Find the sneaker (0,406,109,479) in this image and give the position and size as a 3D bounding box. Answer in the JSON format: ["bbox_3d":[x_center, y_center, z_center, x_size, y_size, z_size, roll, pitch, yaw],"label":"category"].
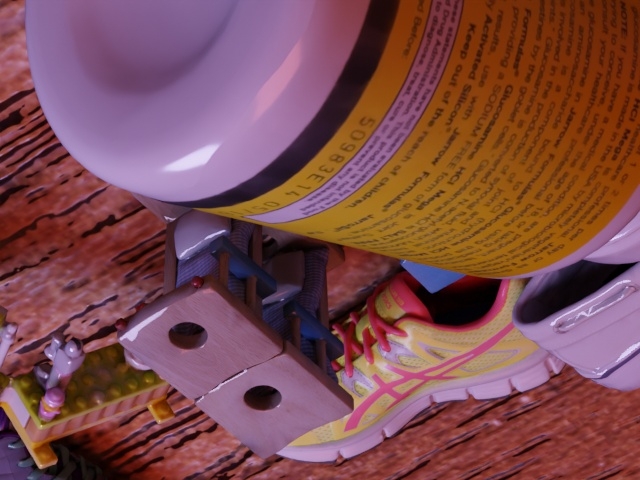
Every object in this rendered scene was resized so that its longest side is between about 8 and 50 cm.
[{"bbox_3d":[-0.183,0.150,1.195,0.223,0.083,0.098,20,124,-20],"label":"sneaker"}]

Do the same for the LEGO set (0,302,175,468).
[{"bbox_3d":[-0.158,0.044,1.053,0.287,0.132,0.107,14,138,-15],"label":"LEGO set"}]

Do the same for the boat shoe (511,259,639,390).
[{"bbox_3d":[0.205,-0.029,1.032,0.088,0.096,0.267,24,126,-24],"label":"boat shoe"}]

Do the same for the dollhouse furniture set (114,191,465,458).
[{"bbox_3d":[0.000,0.000,1.027,0.183,0.129,0.129,-30,128,24],"label":"dollhouse furniture set"}]

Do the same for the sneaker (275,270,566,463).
[{"bbox_3d":[0.041,0.059,1.127,0.208,0.081,0.094,-22,132,1],"label":"sneaker"}]

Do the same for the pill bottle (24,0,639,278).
[{"bbox_3d":[0.048,-0.084,0.866,0.334,0.188,0.188,14,135,-45],"label":"pill bottle"}]
